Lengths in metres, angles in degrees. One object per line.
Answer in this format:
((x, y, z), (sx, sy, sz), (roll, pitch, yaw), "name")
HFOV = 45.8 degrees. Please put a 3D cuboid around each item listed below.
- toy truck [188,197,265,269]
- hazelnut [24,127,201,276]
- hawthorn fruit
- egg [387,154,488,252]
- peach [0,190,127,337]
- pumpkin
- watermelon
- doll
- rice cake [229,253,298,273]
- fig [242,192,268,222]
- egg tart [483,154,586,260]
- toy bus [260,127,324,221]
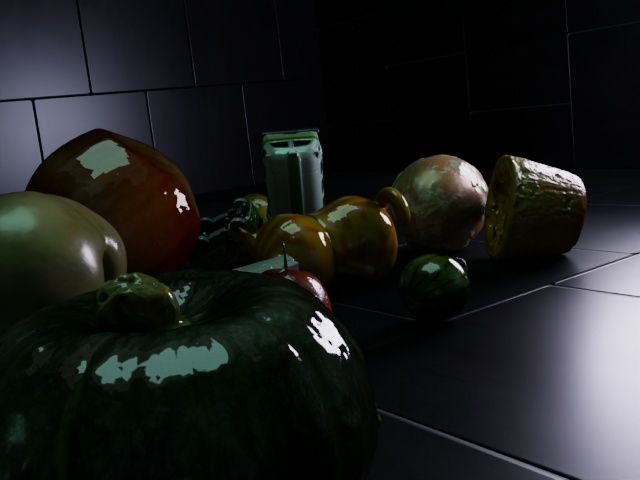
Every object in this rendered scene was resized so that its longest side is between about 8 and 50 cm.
((-0.203, 0.002, 1.623), (0.191, 0.116, 0.085), (-26, 34, 17), "toy truck")
((-0.422, -0.038, 1.474), (0.365, 0.366, 0.366), (-6, 9, 1), "hazelnut")
((-0.040, 0.089, 0.981), (0.125, 0.140, 0.125), (16, -19, 6), "hawthorn fruit")
((0.240, -0.075, 1.540), (0.203, 0.203, 0.245), (0, 12, 33), "egg")
((-0.445, 0.041, 1.138), (0.292, 0.247, 0.292), (12, 22, -5), "peach")
((-0.104, 0.120, 0.554), (0.300, 0.207, 0.300), (-7, 9, 1), "pumpkin")
((0.163, 0.066, 1.061), (0.109, 0.109, 0.109), (-6, 9, 1), "watermelon")
((0.010, 0.012, 1.315), (0.269, 0.162, 0.166), (-23, 31, -28), "doll")
((-0.131, 0.096, 1.022), (0.043, 0.127, 0.237), (34, 31, 32), "rice cake")
((-0.155, -0.066, 1.995), (0.153, 0.121, 0.136), (-5, 5, 8), "fig")
((0.392, -0.051, 1.398), (0.147, 0.203, 0.202), (8, 9, -3), "egg tart")
((-0.054, -0.086, 1.600), (0.133, 0.276, 0.165), (-5, 21, -2), "toy bus")
